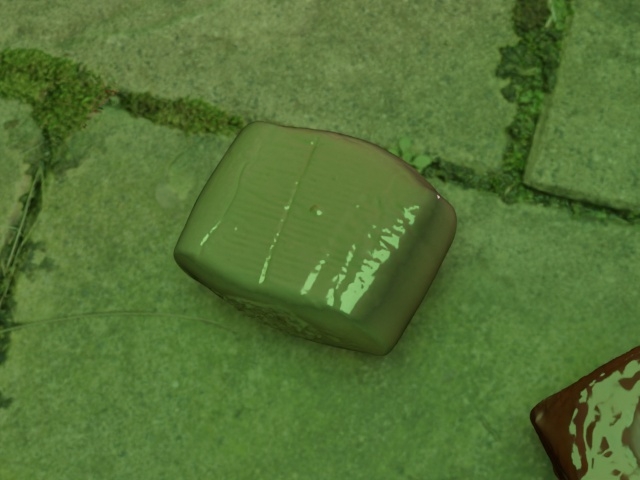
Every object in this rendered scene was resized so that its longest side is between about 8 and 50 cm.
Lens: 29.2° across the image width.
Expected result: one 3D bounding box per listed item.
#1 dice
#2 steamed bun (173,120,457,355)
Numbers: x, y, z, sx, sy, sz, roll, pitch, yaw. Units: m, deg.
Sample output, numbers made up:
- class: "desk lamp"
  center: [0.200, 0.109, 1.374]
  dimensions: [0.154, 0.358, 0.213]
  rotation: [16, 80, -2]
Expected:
- class: "dice"
  center: [0.298, 0.192, 1.110]
  dimensions: [0.174, 0.179, 0.175]
  rotation: [-28, 77, -3]
- class: "steamed bun"
  center: [0.000, 0.000, 1.209]
  dimensions: [0.250, 0.155, 0.200]
  rotation: [22, 75, 19]
